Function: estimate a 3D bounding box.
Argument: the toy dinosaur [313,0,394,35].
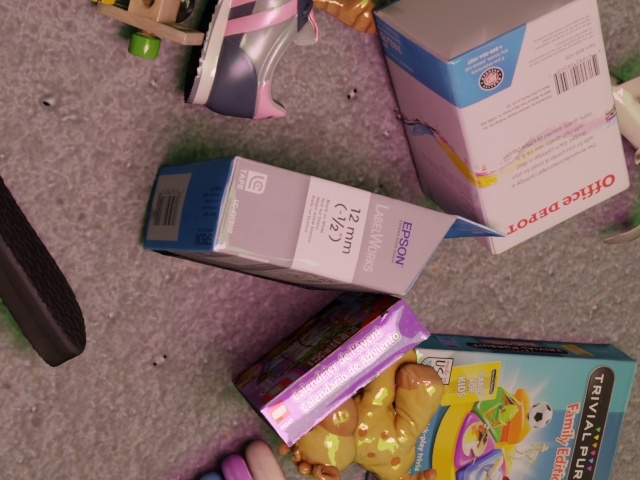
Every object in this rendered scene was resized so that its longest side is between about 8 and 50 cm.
[{"bbox_3d":[0.035,-0.282,1.786,0.211,0.064,0.112,16,100,-24],"label":"toy dinosaur"}]

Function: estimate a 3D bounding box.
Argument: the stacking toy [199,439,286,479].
[{"bbox_3d":[-0.187,0.378,1.871,0.330,0.141,0.141,-25,113,-5],"label":"stacking toy"}]

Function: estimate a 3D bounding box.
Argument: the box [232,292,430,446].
[{"bbox_3d":[0.004,0.140,1.771,0.201,0.293,0.057,-38,97,-7],"label":"box"}]

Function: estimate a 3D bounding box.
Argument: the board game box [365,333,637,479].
[{"bbox_3d":[0.240,0.260,2.015,0.336,0.079,0.254,5,104,-22],"label":"board game box"}]

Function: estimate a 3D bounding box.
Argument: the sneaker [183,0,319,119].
[{"bbox_3d":[-0.050,-0.290,1.720,0.131,0.112,0.319,18,105,-14],"label":"sneaker"}]

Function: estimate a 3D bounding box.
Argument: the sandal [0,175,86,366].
[{"bbox_3d":[-0.405,-0.034,1.642,0.107,0.167,0.446,-25,114,6],"label":"sandal"}]

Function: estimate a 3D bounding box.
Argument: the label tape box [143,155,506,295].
[{"bbox_3d":[0.000,0.000,1.743,0.347,0.249,0.115,16,83,-24],"label":"label tape box"}]

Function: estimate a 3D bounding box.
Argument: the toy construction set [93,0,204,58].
[{"bbox_3d":[-0.231,-0.315,1.609,0.308,0.257,0.237,16,113,-4],"label":"toy construction set"}]

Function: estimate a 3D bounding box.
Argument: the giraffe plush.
[{"bbox_3d":[0.033,0.228,1.855,0.170,0.181,0.210,0,89,-34],"label":"giraffe plush"}]

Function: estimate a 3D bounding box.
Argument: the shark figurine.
[{"bbox_3d":[0.411,-0.132,1.960,0.166,0.116,0.278,-21,107,22],"label":"shark figurine"}]

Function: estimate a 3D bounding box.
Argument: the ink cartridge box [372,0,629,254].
[{"bbox_3d":[0.217,-0.166,1.791,0.198,0.197,0.270,-26,124,-13],"label":"ink cartridge box"}]
